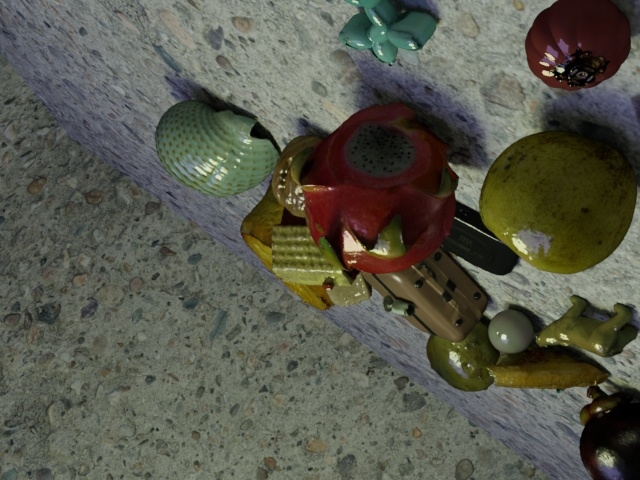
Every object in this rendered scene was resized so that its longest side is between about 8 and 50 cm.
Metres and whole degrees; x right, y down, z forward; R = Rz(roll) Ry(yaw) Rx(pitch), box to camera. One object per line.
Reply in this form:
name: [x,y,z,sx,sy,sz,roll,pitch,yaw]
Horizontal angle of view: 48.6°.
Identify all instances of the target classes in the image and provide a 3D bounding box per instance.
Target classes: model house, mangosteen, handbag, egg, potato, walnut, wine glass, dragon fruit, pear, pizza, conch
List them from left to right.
conch: [-0.269,-0.219,1.824,0.303,0.215,0.319,35,171,-39]
walnut: [-0.028,-0.144,1.555,0.155,0.155,0.184,30,121,27]
model house: [0.000,0.000,1.656,0.196,0.254,0.160,1,145,25]
dragon fruit: [0.096,-0.095,1.191,0.290,0.291,0.189,30,163,27]
wine glass: [0.185,0.155,1.665,0.039,0.042,0.083,1,-176,-35]
handbag: [0.233,0.105,1.752,0.302,0.149,0.283,42,167,-25]
potato: [0.388,0.307,1.943,0.210,0.173,0.307,52,173,3]
egg: [0.445,0.214,1.659,0.103,0.103,0.135,32,168,20]
pizza: [0.502,0.293,1.725,0.280,0.075,0.287,0,-174,-10]
pear: [0.320,-0.058,0.948,0.197,0.197,0.197,35,166,10]
mangosteen: [0.691,0.446,1.617,0.228,0.228,0.265,70,176,-65]

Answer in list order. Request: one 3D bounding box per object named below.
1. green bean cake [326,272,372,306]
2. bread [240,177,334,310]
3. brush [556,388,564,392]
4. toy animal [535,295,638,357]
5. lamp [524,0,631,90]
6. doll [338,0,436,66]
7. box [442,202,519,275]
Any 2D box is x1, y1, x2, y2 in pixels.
green bean cake: [0.058,0.077,1.802,0.109,0.085,0.179,-14,123,14]
bread: [-0.050,0.007,1.993,0.398,0.215,0.398,40,167,11]
brush: [0.590,0.345,1.744,0.032,0.043,0.193,53,-167,15]
toy animal: [0.512,0.178,1.383,0.103,0.101,0.218,42,165,-26]
lamp: [0.272,-0.208,0.752,0.107,0.092,0.107,4,148,2]
doll: [0.081,-0.304,0.983,0.158,0.059,0.159,16,156,51]
box: [0.302,-0.002,1.444,0.212,0.042,0.201,32,163,19]
